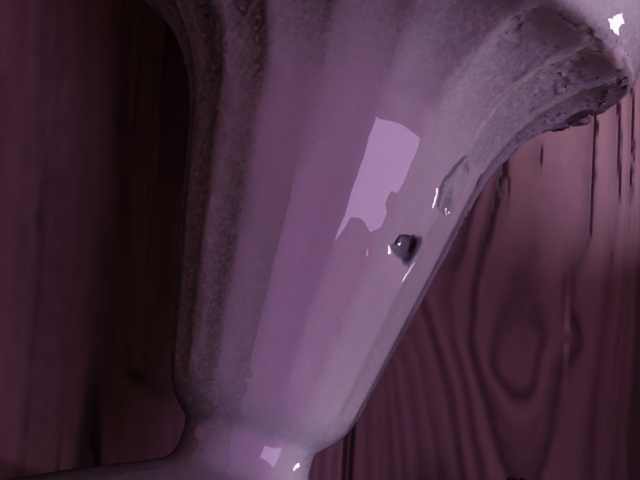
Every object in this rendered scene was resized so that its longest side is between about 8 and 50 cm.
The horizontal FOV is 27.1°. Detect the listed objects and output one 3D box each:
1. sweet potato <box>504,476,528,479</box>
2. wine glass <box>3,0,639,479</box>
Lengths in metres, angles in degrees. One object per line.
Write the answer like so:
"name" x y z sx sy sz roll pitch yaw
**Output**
"sweet potato" 0.079 0.253 0.450 0.131 0.131 0.336 14 79 -39
"wine glass" 0.000 0.000 0.385 0.165 0.165 0.196 22 77 -37
